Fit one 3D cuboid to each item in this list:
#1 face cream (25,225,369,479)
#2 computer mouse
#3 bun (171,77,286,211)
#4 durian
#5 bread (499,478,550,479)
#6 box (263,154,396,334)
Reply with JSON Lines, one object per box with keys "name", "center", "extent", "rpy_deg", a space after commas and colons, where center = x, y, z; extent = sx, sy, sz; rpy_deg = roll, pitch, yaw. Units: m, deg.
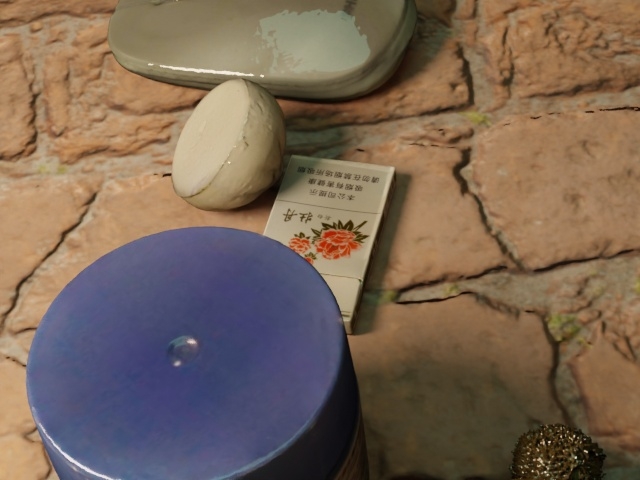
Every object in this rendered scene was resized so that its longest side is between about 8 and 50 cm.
{"name": "face cream", "center": [-0.089, 0.150, 1.294], "extent": [0.249, 0.225, 0.249], "rpy_deg": [-5, 49, 5]}
{"name": "computer mouse", "center": [-0.062, -0.236, 1.714], "extent": [0.331, 0.095, 0.197], "rpy_deg": [4, 46, 10]}
{"name": "bun", "center": [-0.076, -0.085, 1.578], "extent": [0.094, 0.138, 0.138], "rpy_deg": [26, 43, -27]}
{"name": "durian", "center": [0.191, 0.186, 1.334], "extent": [0.080, 0.080, 0.091], "rpy_deg": [-33, 37, -21]}
{"name": "bread", "center": [0.188, 0.273, 1.192], "extent": [0.270, 0.142, 0.195], "rpy_deg": [14, 34, 12]}
{"name": "box", "center": [0.001, 0.000, 1.541], "extent": [0.109, 0.029, 0.198], "rpy_deg": [7, 50, 13]}
